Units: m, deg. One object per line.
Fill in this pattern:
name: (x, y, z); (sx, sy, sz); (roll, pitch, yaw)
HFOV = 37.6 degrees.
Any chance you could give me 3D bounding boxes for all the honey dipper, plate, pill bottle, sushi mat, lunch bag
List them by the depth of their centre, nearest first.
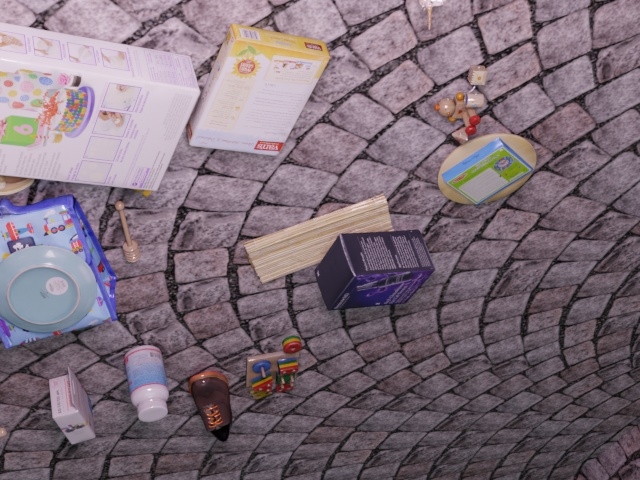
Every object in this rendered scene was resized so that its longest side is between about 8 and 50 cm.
plate: (-0.502, 0.095, 1.705); (0.188, 0.024, 0.188); (-6, 120, -10)
lunch bag: (-0.527, 0.034, 1.741); (0.221, 0.138, 0.293); (-15, 131, -2)
honey dipper: (-0.373, -0.018, 1.797); (0.030, 0.030, 0.161); (-13, 142, -8)
sushi mat: (0.000, 0.000, 1.993); (0.316, 0.019, 0.151); (-20, 145, 2)
pill bottle: (-0.391, 0.324, 2.126); (0.087, 0.160, 0.087); (-12, 143, -9)

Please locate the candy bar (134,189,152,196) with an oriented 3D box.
candy bar: (-0.364, -0.116, 1.681); (0.161, 0.018, 0.040); (21, 129, -42)

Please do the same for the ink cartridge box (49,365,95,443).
ink cartridge box: (-0.577, 0.380, 2.166); (0.061, 0.104, 0.181); (-15, 143, -5)

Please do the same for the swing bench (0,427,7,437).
swing bench: (-0.775, 0.314, 1.866); (0.254, 0.253, 0.165); (-32, 142, 17)

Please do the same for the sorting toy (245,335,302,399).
sorting toy: (-0.119, 0.340, 2.365); (0.132, 0.046, 0.274); (-8, 143, -13)

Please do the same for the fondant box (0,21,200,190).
fondant box: (-0.387, -0.203, 1.490); (0.330, 0.096, 0.238); (4, 139, -29)

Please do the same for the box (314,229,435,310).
box: (0.115, 0.063, 2.024); (0.207, 0.108, 0.153); (-4, 149, -27)

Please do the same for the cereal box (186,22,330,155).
cereal box: (-0.110, -0.248, 1.593); (0.173, 0.047, 0.240); (5, 139, -29)

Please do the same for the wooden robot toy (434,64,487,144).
wooden robot toy: (0.253, -0.245, 1.742); (0.079, 0.076, 0.173); (2, 140, -9)

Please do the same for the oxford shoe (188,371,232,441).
oxford shoe: (-0.263, 0.416, 2.355); (0.097, 0.098, 0.271); (-17, 144, -2)

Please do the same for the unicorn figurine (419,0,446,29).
unicorn figurine: (0.199, -0.434, 1.484); (0.111, 0.060, 0.162); (-19, 128, 2)

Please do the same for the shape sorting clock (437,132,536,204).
shape sorting clock: (0.341, -0.147, 1.929); (0.206, 0.040, 0.206); (-10, 146, -7)

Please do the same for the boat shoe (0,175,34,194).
boat shoe: (-0.553, -0.106, 1.583); (0.135, 0.050, 0.045); (-10, 149, -12)
